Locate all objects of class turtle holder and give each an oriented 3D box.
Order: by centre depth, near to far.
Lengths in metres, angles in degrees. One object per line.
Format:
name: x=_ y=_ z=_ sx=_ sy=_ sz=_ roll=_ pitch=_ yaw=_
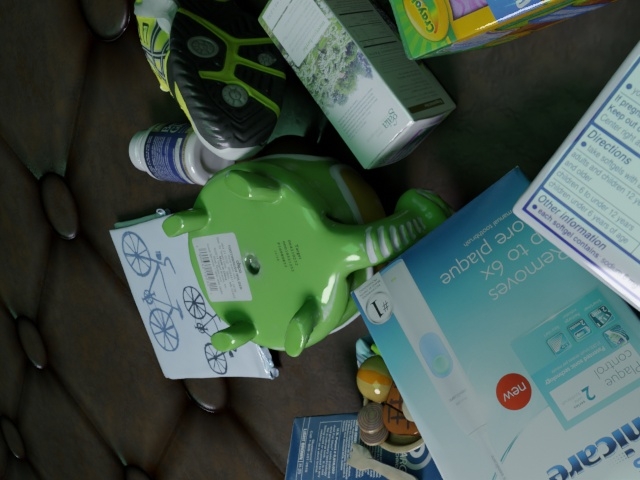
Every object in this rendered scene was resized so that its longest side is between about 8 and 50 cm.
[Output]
turtle holder: x=-0.014 y=-0.012 z=0.826 sx=0.243 sy=0.227 sz=0.320 roll=53 pitch=132 yaw=12

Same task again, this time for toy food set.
toy food set: x=0.088 y=0.180 z=0.777 sx=0.132 sy=0.038 sz=0.192 roll=7 pitch=75 yaw=51

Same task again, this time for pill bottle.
pill bottle: x=-0.222 y=-0.137 z=1.049 sx=0.169 sy=0.094 sz=0.094 roll=9 pitch=113 yaw=39

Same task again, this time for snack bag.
snack bag: x=-0.233 y=0.096 z=1.197 sx=0.342 sy=0.037 sz=0.323 roll=-11 pitch=100 yaw=44

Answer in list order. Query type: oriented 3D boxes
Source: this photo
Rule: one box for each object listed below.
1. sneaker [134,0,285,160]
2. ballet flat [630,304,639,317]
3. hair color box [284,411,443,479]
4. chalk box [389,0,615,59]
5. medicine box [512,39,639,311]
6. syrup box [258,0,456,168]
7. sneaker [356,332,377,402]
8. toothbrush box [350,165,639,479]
sneaker: x=-0.153 y=-0.240 z=0.894 sx=0.147 sy=0.145 sz=0.385 roll=114 pitch=142 yaw=-47
ballet flat: x=0.348 y=0.043 z=0.644 sx=0.079 sy=0.077 sz=0.222 roll=19 pitch=121 yaw=12
hair color box: x=0.132 y=0.284 z=0.844 sx=0.347 sy=0.173 sz=0.105 roll=-20 pitch=52 yaw=44
chalk box: x=0.160 y=-0.275 z=0.599 sx=0.288 sy=0.180 sz=0.179 roll=-12 pitch=99 yaw=45
medicine box: x=0.339 y=-0.060 z=0.468 sx=0.263 sy=0.149 sz=0.289 roll=42 pitch=124 yaw=18
syrup box: x=0.041 y=-0.209 z=0.787 sx=0.237 sy=0.096 sz=0.093 roll=55 pitch=135 yaw=9
sneaker: x=0.143 y=0.136 z=0.835 sx=0.283 sy=0.110 sz=0.122 roll=-28 pitch=79 yaw=41
toothbrush box: x=0.193 y=0.117 z=0.627 sx=0.216 sy=0.126 sz=0.296 roll=-38 pitch=55 yaw=18
